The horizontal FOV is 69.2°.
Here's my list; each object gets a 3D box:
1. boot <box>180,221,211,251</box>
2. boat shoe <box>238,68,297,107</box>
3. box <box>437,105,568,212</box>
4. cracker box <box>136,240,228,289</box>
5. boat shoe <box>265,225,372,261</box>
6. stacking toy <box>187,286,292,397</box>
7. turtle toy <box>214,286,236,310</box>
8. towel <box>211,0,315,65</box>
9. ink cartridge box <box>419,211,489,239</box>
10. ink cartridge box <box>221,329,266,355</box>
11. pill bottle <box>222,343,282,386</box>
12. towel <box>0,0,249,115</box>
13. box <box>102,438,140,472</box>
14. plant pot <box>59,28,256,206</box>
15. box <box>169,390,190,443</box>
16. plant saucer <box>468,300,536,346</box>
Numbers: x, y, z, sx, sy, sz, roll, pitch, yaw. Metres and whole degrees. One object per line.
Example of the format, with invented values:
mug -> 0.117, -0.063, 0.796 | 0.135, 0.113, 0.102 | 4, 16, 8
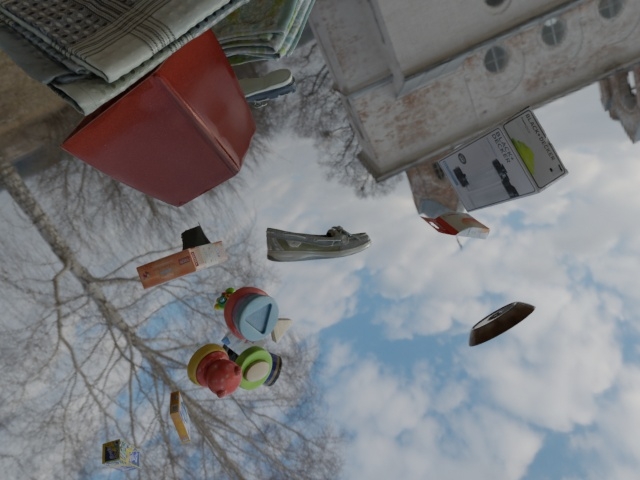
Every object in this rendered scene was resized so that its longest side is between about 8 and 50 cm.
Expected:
boot -> -0.451, 0.040, 1.525 | 0.198, 0.137, 0.077 | -28, -173, -15
boat shoe -> -0.201, -0.489, 1.518 | 0.255, 0.079, 0.095 | -15, -122, 12
box -> 0.406, -0.175, 1.078 | 0.087, 0.169, 0.290 | -31, -177, -13
cracker box -> -0.373, 0.063, 1.282 | 0.156, 0.067, 0.232 | -19, -177, 10
boat shoe -> -0.002, 0.000, 1.375 | 0.321, 0.103, 0.118 | -5, -174, -11
stacking toy -> -0.181, 0.306, 1.301 | 0.130, 0.279, 0.308 | 18, -104, 44
turtle toy -> -0.367, 0.236, 1.853 | 0.095, 0.066, 0.130 | 15, -158, -10
towel -> -0.174, -0.581, 1.153 | 0.321, 0.090, 0.374 | 3, -119, 26
ink cartridge box -> 0.439, -0.059, 1.524 | 0.179, 0.045, 0.145 | 9, -158, -19
ink cartridge box -> -0.261, 0.347, 1.581 | 0.088, 0.122, 0.052 | -39, -166, 38
pill bottle -> -0.262, 0.451, 1.726 | 0.123, 0.219, 0.122 | -48, -154, 32
towel -> -0.315, -0.354, 0.663 | 0.324, 0.312, 0.056 | -48, 166, -21
box -> -0.606, 0.660, 1.416 | 0.054, 0.169, 0.059 | -13, -124, -6
plant pot -> -0.282, -0.227, 0.920 | 0.267, 0.235, 0.267 | -23, -143, 27
box -> -0.391, 0.502, 1.304 | 0.028, 0.136, 0.081 | -16, -151, -9
plant saucer -> 0.467, 0.212, 1.221 | 0.199, 0.036, 0.198 | -31, 168, -7
